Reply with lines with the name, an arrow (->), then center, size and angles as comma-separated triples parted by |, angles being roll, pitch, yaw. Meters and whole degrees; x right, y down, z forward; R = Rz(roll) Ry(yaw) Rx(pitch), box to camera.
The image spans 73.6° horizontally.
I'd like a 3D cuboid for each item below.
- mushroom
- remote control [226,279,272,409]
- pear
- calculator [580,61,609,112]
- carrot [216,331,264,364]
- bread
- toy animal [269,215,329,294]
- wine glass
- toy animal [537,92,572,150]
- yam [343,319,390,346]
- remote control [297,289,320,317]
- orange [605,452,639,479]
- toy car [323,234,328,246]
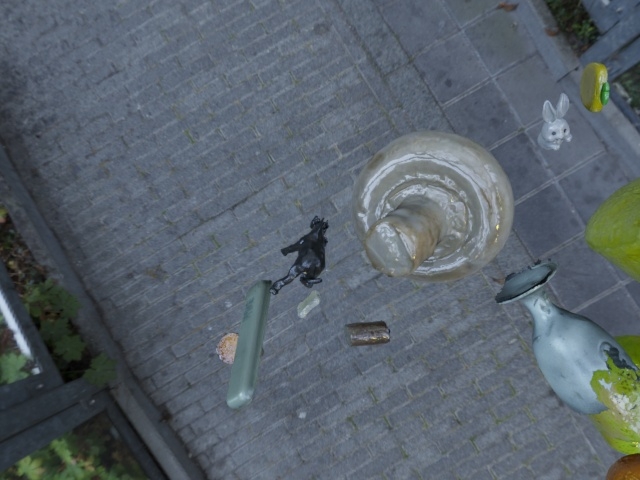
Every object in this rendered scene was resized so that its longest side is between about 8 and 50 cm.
mushroom -> 0.128, -0.044, 0.548 | 0.207, 0.209, 0.206 | -8, 78, 40
remote control -> -0.158, 0.221, 0.968 | 0.038, 0.090, 0.309 | 29, 42, -26
pear -> 1.034, 0.508, 1.384 | 0.392, 0.391, 0.390 | 0, 86, 1
calculator -> 0.865, -0.483, 1.354 | 0.032, 0.234, 0.146 | -1, 118, 17
carrot -> -0.234, 0.349, 1.350 | 0.102, 0.263, 0.101 | -4, 71, 12
bread -> 1.031, -0.029, 1.274 | 0.308, 0.348, 0.348 | 37, 87, -5
toy animal -> -0.033, 0.033, 0.956 | 0.085, 0.232, 0.148 | 27, 123, -12
wine glass -> 0.583, 0.232, 1.025 | 0.191, 0.190, 0.356 | -35, 84, -2
toy animal -> 0.916, -0.448, 1.662 | 0.104, 0.220, 0.130 | -20, 60, 12
yam -> 0.144, 0.292, 1.337 | 0.127, 0.084, 0.084 | -5, 86, -12
remote control -> -0.047, 0.255, 1.715 | 0.032, 0.074, 0.122 | 34, 115, -24
orange -> 0.485, 0.386, 0.626 | 0.118, 0.136, 0.135 | -34, 86, 30
toy car -> 0.000, 0.000, 1.649 | 0.055, 0.142, 0.069 | -17, 92, 8
